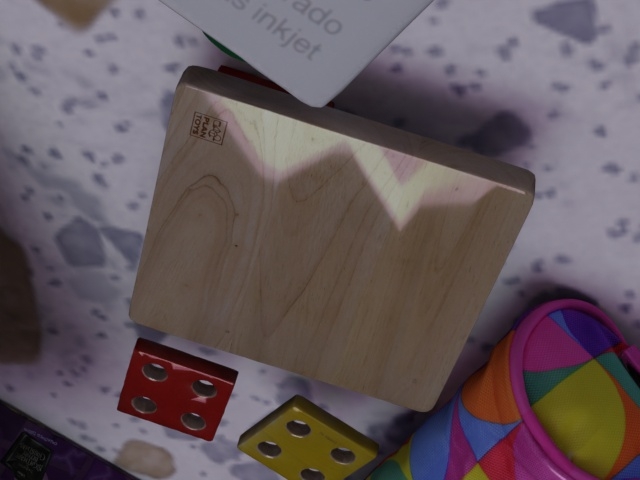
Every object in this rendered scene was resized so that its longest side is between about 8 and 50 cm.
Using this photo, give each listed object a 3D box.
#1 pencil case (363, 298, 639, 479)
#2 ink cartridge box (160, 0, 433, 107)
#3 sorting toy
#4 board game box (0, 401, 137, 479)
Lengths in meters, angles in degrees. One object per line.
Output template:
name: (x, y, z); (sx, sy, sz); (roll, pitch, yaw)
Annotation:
pencil case: (0.066, 0.125, 0.616); (0.104, 0.104, 0.236); (27, 136, -11)
ink cartridge box: (0.014, -0.207, 0.276); (0.226, 0.131, 0.306); (34, 130, -18)
sorting toy: (0.000, 0.000, 0.546); (0.132, 0.046, 0.275); (17, 135, -1)
board game box: (-0.245, 0.195, 0.805); (0.208, 0.056, 0.347); (30, 133, -19)
